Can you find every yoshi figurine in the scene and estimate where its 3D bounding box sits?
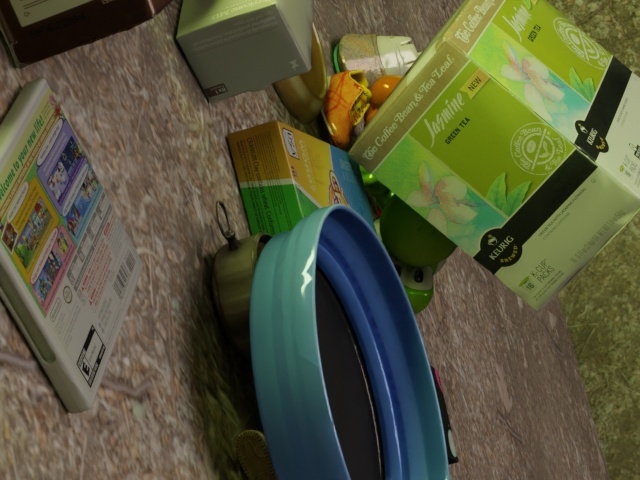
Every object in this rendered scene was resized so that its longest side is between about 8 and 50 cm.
[{"bbox_3d":[0.139,-0.074,2.215,0.203,0.204,0.362,60,27,-45],"label":"yoshi figurine"}]

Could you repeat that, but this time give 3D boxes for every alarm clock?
[{"bbox_3d":[-0.071,0.044,1.614,0.129,0.064,0.192,-76,149,-62],"label":"alarm clock"}]

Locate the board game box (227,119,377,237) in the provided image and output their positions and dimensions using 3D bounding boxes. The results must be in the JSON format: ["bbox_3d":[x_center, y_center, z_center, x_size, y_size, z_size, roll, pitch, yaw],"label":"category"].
[{"bbox_3d":[0.000,0.000,1.905,0.316,0.064,0.242,13,61,-72],"label":"board game box"}]

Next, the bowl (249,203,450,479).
[{"bbox_3d":[0.033,0.161,1.605,0.391,0.077,0.391,-15,90,-73],"label":"bowl"}]

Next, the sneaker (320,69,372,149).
[{"bbox_3d":[0.036,-0.188,2.228,0.175,0.067,0.064,-84,154,-51],"label":"sneaker"}]

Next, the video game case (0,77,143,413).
[{"bbox_3d":[-0.209,0.000,1.266,0.212,0.023,0.193,-79,148,-58],"label":"video game case"}]

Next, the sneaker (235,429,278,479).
[{"bbox_3d":[-0.042,0.239,1.547,0.067,0.042,0.118,14,58,-68],"label":"sneaker"}]

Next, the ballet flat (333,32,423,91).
[{"bbox_3d":[0.109,-0.274,2.495,0.316,0.106,0.107,-4,77,-74],"label":"ballet flat"}]

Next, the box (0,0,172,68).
[{"bbox_3d":[-0.194,-0.307,1.437,0.381,0.143,0.191,-63,133,-66],"label":"box"}]

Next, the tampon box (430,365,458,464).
[{"bbox_3d":[0.087,0.208,1.910,0.161,0.101,0.120,37,39,-65],"label":"tampon box"}]

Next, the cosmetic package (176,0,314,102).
[{"bbox_3d":[-0.080,-0.271,1.810,0.238,0.127,0.107,-88,156,-54],"label":"cosmetic package"}]

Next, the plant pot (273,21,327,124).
[{"bbox_3d":[-0.040,-0.270,2.119,0.236,0.032,0.236,-18,90,-75],"label":"plant pot"}]

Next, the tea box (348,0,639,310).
[{"bbox_3d":[0.257,-0.144,2.103,0.323,0.220,0.329,38,31,-3],"label":"tea box"}]
